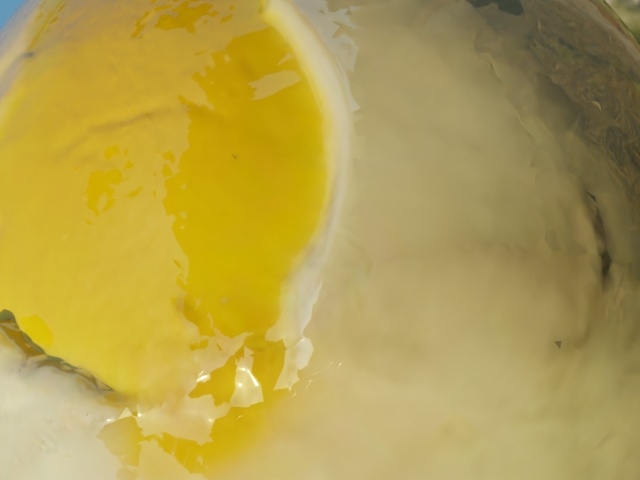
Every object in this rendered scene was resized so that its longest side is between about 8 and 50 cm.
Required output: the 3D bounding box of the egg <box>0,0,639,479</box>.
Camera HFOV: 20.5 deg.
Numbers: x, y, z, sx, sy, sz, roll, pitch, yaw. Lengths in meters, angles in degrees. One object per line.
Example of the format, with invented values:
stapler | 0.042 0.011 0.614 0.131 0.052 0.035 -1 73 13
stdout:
egg | 0.000 0.000 0.655 0.345 0.283 0.283 -96 9 -55
